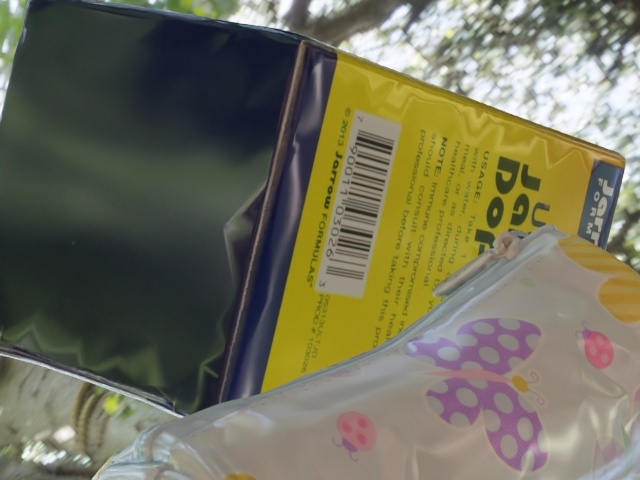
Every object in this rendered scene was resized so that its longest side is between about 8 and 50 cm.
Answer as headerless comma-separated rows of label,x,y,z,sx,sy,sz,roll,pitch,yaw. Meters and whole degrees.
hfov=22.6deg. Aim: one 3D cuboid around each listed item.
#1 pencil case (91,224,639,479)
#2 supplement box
pencil case,0.034,0.088,0.626,0.273,0.113,0.124,-26,-63,-43
supplement box,0.000,0.000,0.930,0.356,0.194,0.195,11,-87,-54
